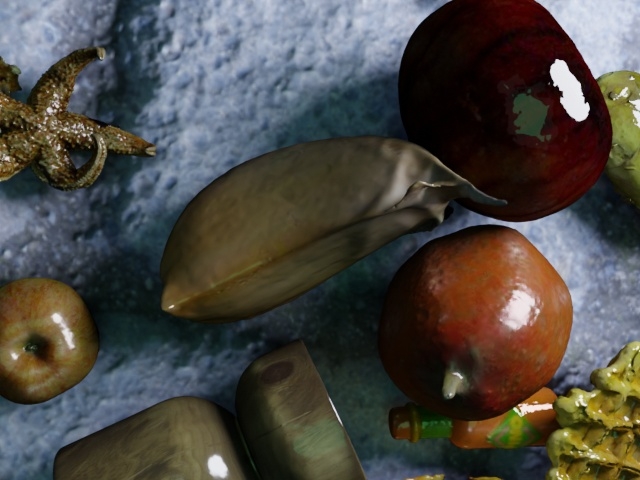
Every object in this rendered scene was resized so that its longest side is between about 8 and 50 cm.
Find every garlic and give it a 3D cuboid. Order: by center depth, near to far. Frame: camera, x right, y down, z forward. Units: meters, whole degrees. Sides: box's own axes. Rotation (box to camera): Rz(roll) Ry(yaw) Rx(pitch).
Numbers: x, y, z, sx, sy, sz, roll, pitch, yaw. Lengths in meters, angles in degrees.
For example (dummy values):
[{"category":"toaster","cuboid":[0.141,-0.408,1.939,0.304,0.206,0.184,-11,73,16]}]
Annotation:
[{"category":"garlic","cuboid":[0.012,-0.010,0.754,0.339,0.196,0.151,-17,115,16]}]

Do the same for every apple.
[{"category":"apple","cuboid":[-0.289,0.099,0.779,0.126,0.102,0.125,0,92,-8]}]

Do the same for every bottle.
[{"category":"bottle","cuboid":[0.169,0.199,0.864,0.187,0.069,0.069,-1,93,-6]}]

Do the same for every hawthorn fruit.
[{"category":"hawthorn fruit","cuboid":[0.147,0.095,0.763,0.200,0.251,0.199,5,111,14]}]

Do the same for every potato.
[{"category":"potato","cuboid":[0.367,-0.090,0.864,0.225,0.090,0.117,49,65,-12]}]

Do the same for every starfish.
[{"category":"starfish","cuboid":[-0.260,-0.123,0.782,0.190,0.074,0.146,6,86,-29]}]

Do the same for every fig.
[{"category":"fig","cuboid":[0.176,-0.125,0.772,0.215,0.235,0.234,-8,94,7]}]

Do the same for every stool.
[{"category":"stool","cuboid":[-0.103,0.231,0.772,0.264,0.179,0.179,-24,95,-6]}]

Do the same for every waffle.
[{"category":"waffle","cuboid":[0.364,0.235,0.870,0.291,0.051,0.290,-5,103,-22]}]

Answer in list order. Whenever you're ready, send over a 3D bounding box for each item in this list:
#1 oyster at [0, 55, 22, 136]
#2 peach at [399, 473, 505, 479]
[{"category":"oyster","cuboid":[-0.356,-0.134,0.793,0.086,0.029,0.132,28,79,-20]},{"category":"peach","cuboid":[0.130,0.343,0.819,0.268,0.159,0.153,0,104,-6]}]
